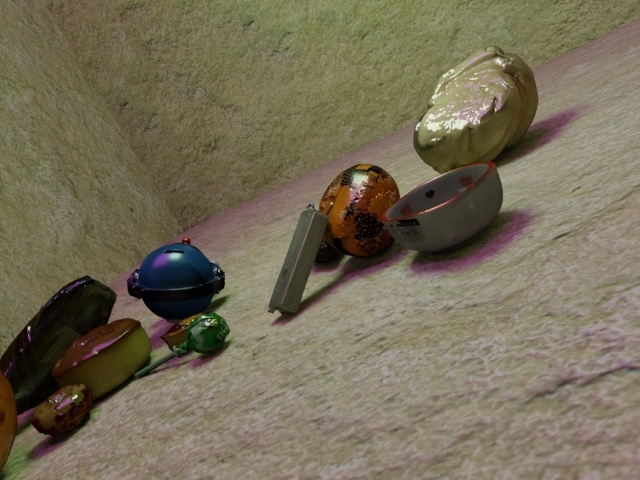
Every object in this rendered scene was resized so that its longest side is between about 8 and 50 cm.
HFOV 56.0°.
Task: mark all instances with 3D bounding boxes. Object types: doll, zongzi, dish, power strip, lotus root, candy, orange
[{"bbox_3d":[-0.430,0.118,1.822,0.284,0.240,0.310,-1,18,-6],"label":"doll"},{"bbox_3d":[-0.767,0.311,1.661,0.403,0.207,0.432,-51,4,16],"label":"zongzi"},{"bbox_3d":[0.264,-0.055,1.252,0.256,0.117,0.256,-28,13,7],"label":"dish"},{"bbox_3d":[-0.049,0.046,1.394,0.078,0.052,0.272,-7,61,64],"label":"power strip"},{"bbox_3d":[0.000,0.000,1.614,0.120,0.120,0.209,-30,10,-4],"label":"lotus root"},{"bbox_3d":[-0.347,0.271,1.456,0.323,0.097,0.097,-33,10,28],"label":"candy"},{"bbox_3d":[0.099,-0.071,1.454,0.234,0.182,0.235,-165,90,-72],"label":"orange"}]

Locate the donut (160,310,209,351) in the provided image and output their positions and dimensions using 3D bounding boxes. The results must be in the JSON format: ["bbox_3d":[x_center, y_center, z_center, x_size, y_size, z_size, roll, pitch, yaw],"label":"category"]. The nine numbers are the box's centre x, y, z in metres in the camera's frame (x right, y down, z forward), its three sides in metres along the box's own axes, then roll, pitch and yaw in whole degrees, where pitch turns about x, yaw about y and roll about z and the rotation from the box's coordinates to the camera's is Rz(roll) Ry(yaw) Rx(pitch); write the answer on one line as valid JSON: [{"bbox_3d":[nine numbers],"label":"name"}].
[{"bbox_3d":[-0.339,0.236,1.551,0.140,0.059,0.140,-26,7,3],"label":"donut"}]

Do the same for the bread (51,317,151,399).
[{"bbox_3d":[-0.577,0.307,1.602,0.269,0.148,0.270,-28,12,7],"label":"bread"}]

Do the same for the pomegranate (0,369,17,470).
[{"bbox_3d":[-0.876,0.442,1.316,0.409,0.410,0.410,-28,13,7],"label":"pomegranate"}]

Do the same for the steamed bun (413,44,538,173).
[{"bbox_3d":[0.453,-0.357,1.733,0.324,0.230,0.373,1,59,38],"label":"steamed bun"}]

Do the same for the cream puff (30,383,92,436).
[{"bbox_3d":[-0.603,0.406,1.423,0.149,0.084,0.149,-27,17,9],"label":"cream puff"}]
